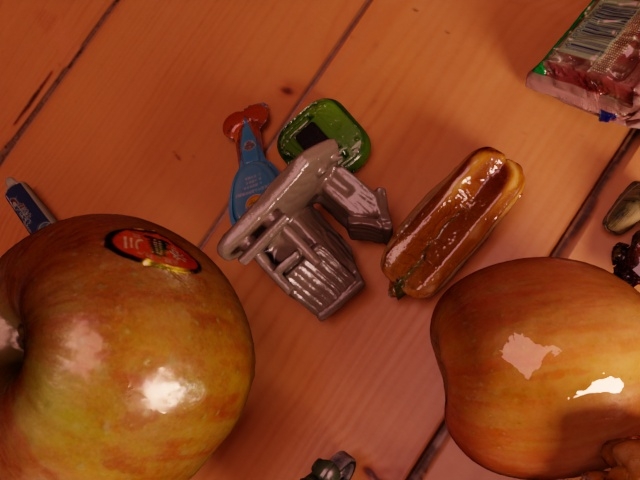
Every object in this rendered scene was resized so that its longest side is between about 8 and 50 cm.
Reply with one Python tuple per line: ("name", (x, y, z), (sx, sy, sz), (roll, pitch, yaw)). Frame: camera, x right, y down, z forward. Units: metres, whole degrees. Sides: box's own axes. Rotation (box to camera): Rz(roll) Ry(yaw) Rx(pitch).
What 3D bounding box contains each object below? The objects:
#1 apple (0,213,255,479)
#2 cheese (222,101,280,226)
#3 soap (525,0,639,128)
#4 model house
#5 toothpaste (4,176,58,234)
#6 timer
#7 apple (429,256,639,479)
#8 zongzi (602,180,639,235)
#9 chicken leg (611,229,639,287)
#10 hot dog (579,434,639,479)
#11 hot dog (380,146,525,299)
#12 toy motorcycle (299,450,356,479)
("apple", (-0.275, 0.163, 0.846), (0.400, 0.333, 0.401), (-16, 64, 35))
("cheese", (-0.108, -0.111, 1.024), (0.106, 0.037, 0.256), (-16, 66, 14))
("soap", (0.433, -0.286, 0.827), (0.273, 0.098, 0.218), (-50, 49, -1))
("model house", (-0.003, -0.003, 0.888), (0.229, 0.122, 0.188), (-45, 86, 3))
("toothpaste", (-0.504, -0.027, 1.142), (0.069, 0.047, 0.268), (-41, 66, -10))
("timer", (0.003, -0.151, 0.987), (0.128, 0.047, 0.140), (-40, 63, 5))
("apple", (0.252, 0.136, 0.710), (0.240, 0.242, 0.242), (-8, 69, 5))
("zongzi", (0.399, -0.038, 0.784), (0.040, 0.083, 0.076), (36, 90, -12))
("chicken leg", (0.471, -0.022, 0.768), (0.253, 0.051, 0.106), (-41, 58, 1))
("hot dog", (0.404, 0.273, 0.583), (0.348, 0.158, 0.117), (21, 47, 1))
("hot dog", (0.175, -0.019, 0.868), (0.104, 0.076, 0.250), (39, 92, 7))
("toy motorcycle", (-0.002, 0.411, 0.758), (0.205, 0.127, 0.275), (29, 88, 29))
